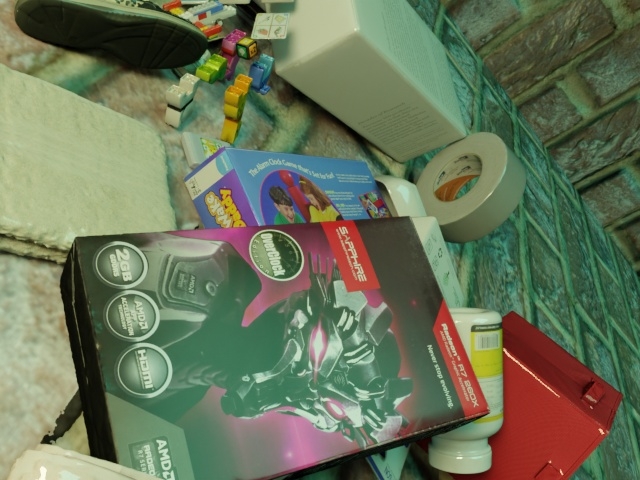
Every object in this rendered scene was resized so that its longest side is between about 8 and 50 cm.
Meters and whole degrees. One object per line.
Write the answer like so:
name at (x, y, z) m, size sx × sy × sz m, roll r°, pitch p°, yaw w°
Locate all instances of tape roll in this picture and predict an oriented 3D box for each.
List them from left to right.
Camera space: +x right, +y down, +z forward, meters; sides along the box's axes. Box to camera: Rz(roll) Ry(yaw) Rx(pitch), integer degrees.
tape roll at (0.288, -0.105, 1.274) m, size 0.072 × 0.219 × 0.219 m, roll 38°, pitch 35°, yaw -31°

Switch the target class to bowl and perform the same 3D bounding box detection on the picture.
bowl at (0.133, -0.045, 1.070) m, size 0.142 × 0.053 × 0.142 m, roll -143°, pitch -149°, yaw -76°

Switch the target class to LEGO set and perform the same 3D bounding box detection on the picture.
LEGO set at (-0.130, -0.196, 0.892) m, size 0.087 × 0.093 × 0.227 m, roll 23°, pitch 39°, yaw 2°
LEGO set at (-0.133, -0.337, 0.925) m, size 0.060 × 0.182 × 0.244 m, roll 87°, pitch 5°, yaw -45°

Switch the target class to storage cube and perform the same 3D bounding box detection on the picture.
storage cube at (0.265, 0.238, 0.892) m, size 0.193 × 0.215 × 0.183 m, roll 40°, pitch 21°, yaw 22°

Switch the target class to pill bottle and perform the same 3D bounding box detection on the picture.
pill bottle at (0.166, 0.175, 0.779) m, size 0.103 × 0.103 × 0.184 m, roll 2°, pitch 88°, yaw -55°

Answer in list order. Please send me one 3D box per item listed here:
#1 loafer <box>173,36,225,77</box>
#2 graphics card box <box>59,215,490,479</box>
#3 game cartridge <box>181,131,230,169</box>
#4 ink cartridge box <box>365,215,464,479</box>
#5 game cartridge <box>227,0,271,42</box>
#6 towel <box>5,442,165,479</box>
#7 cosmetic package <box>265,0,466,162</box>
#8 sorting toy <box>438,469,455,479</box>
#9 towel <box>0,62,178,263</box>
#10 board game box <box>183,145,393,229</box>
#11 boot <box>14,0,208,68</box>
loafer at (-0.170, -0.268, 0.928) m, size 0.045 × 0.039 × 0.125 m, roll 51°, pitch 30°, yaw -13°
graphics card box at (-0.033, 0.102, 0.613) m, size 0.370 × 0.094 × 0.233 m, roll -4°, pitch 65°, yaw -32°
game cartridge at (-0.142, -0.109, 0.848) m, size 0.083 × 0.017 × 0.056 m, roll 6°, pitch 61°, yaw -54°
ink cartridge box at (0.095, 0.135, 0.821) m, size 0.333 × 0.065 × 0.165 m, roll -59°, pitch 136°, yaw -41°
game cartridge at (-0.124, -0.469, 1.173) m, size 0.294 × 0.060 × 0.196 m, roll 34°, pitch 41°, yaw -36°
towel at (-0.094, 0.329, 0.384) m, size 0.317 × 0.053 × 0.332 m, roll 35°, pitch 53°, yaw -36°
cosmetic package at (0.096, -0.334, 1.190) m, size 0.453 × 0.161 × 0.230 m, roll 23°, pitch 52°, yaw -55°
sorting toy at (0.239, 0.423, 0.902) m, size 0.208 × 0.038 × 0.193 m, roll 35°, pitch 36°, yaw -26°
towel at (-0.255, -0.065, 0.609) m, size 0.282 × 0.049 × 0.187 m, roll 20°, pitch 48°, yaw -48°
board game box at (0.000, 0.000, 0.892) m, size 0.347 × 0.078 × 0.233 m, roll -5°, pitch 67°, yaw -57°
boot at (-0.256, -0.310, 0.782) m, size 0.236 × 0.085 × 0.179 m, roll 1°, pitch 61°, yaw -45°
